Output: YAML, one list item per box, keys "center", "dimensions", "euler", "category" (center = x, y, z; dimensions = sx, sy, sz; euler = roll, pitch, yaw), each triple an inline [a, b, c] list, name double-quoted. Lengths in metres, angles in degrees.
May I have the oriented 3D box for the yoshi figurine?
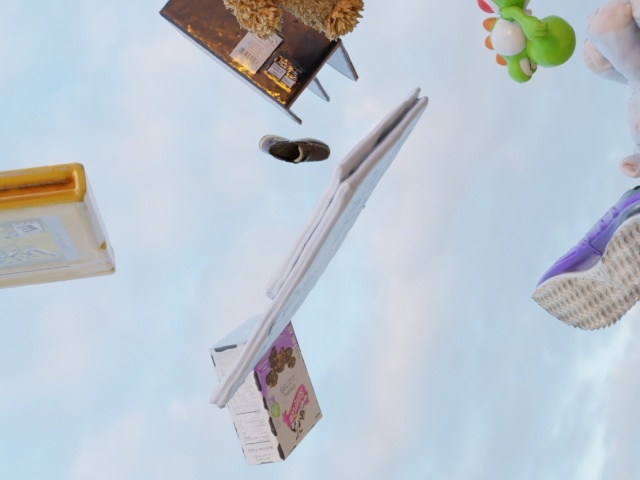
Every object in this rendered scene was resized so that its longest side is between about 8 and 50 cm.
- center: [0.443, -0.505, 2.044]
  dimensions: [0.203, 0.203, 0.362]
  euler: [-28, -57, -11]
  category: "yoshi figurine"

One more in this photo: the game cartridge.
- center: [-0.408, 0.001, 1.185]
  dimensions: [0.324, 0.285, 0.053]
  euler: [104, 157, -70]
  category: "game cartridge"

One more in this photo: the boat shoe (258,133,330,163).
- center: [-0.046, -0.172, 1.907]
  dimensions: [0.152, 0.049, 0.056]
  euler: [2, -59, -25]
  category: "boat shoe"

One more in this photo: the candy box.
- center: [-0.082, 0.227, 1.521]
  dimensions: [0.165, 0.070, 0.196]
  euler: [-36, -70, -64]
  category: "candy box"

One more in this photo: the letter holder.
- center: [-0.101, -0.346, 1.741]
  dimensions: [0.152, 0.302, 0.214]
  euler: [-51, -16, 0]
  category: "letter holder"

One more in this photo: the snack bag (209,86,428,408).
- center: [0.000, 0.000, 1.135]
  dimensions: [0.343, 0.037, 0.323]
  euler: [-59, -4, 31]
  category: "snack bag"

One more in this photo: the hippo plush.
- center: [0.478, -0.201, 1.391]
  dimensions: [0.294, 0.234, 0.237]
  euler: [61, -137, -56]
  category: "hippo plush"

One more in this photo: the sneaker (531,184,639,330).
- center: [0.390, 0.010, 1.256]
  dimensions: [0.146, 0.102, 0.293]
  euler: [-56, 3, -32]
  category: "sneaker"

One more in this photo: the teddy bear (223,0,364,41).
- center: [-0.069, -0.404, 1.353]
  dimensions: [0.338, 0.113, 0.245]
  euler: [32, -88, -26]
  category: "teddy bear"
